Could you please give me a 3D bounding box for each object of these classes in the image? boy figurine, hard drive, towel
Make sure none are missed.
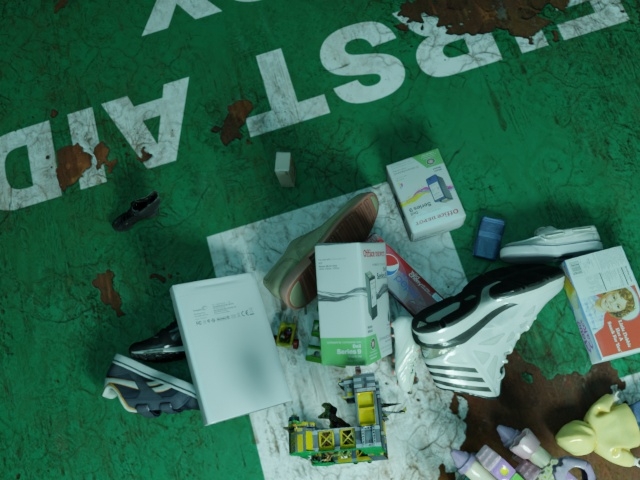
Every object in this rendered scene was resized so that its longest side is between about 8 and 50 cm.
[{"bbox_3d":[0.704,0.457,1.590,0.285,0.092,0.177,-18,72,1],"label":"boy figurine"},{"bbox_3d":[-0.228,0.266,1.698,0.233,0.047,0.353,-8,71,-32],"label":"hard drive"},{"bbox_3d":[0.453,-0.005,1.794,0.067,0.029,0.119,15,74,11],"label":"towel"}]

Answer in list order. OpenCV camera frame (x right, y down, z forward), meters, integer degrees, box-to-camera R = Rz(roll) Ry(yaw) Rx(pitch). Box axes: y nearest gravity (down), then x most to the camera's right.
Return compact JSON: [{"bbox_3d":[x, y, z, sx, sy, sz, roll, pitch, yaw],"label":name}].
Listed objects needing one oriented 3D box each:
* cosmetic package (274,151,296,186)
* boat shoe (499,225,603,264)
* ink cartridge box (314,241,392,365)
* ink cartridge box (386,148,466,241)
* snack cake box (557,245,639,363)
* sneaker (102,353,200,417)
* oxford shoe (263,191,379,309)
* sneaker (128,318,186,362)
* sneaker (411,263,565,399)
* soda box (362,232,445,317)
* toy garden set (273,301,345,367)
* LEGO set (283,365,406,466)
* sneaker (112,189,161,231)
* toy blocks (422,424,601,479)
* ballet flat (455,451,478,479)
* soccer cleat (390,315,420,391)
[{"bbox_3d":[-0.097,-0.197,1.870,0.041,0.115,0.060,2,74,7],"label":"cosmetic package"},{"bbox_3d":[0.598,0.004,1.742,0.267,0.096,0.088,-6,68,3],"label":"boat shoe"},{"bbox_3d":[0.083,0.147,1.630,0.121,0.211,0.289,-4,89,23],"label":"ink cartridge box"},{"bbox_3d":[0.284,-0.121,1.817,0.154,0.093,0.212,-18,73,0],"label":"ink cartridge box"},{"bbox_3d":[0.722,0.162,1.681,0.152,0.089,0.264,-14,72,0],"label":"snack cake box"},{"bbox_3d":[-0.415,0.402,1.718,0.321,0.126,0.127,15,70,22],"label":"sneaker"},{"bbox_3d":[0.000,0.000,1.791,0.146,0.140,0.397,26,62,41],"label":"oxford shoe"},{"bbox_3d":[-0.366,0.247,1.778,0.283,0.107,0.124,-8,68,-6],"label":"sneaker"},{"bbox_3d":[0.441,0.235,1.681,0.447,0.169,0.257,-22,108,-21],"label":"sneaker"},{"bbox_3d":[0.206,0.102,1.755,0.083,0.092,0.263,-43,74,-4],"label":"soda box"},{"bbox_3d":[-0.010,0.197,1.773,0.203,0.049,0.244,9,74,9],"label":"toy garden set"},{"bbox_3d":[0.051,0.411,1.569,0.255,0.331,0.192,-12,63,16],"label":"LEGO set"},{"bbox_3d":[-0.526,-0.083,1.897,0.170,0.089,0.051,-23,72,-1],"label":"sneaker"},{"bbox_3d":[0.403,0.540,1.482,0.260,0.309,0.288,42,81,10],"label":"toy blocks"},{"bbox_3d":[0.352,0.567,1.628,0.041,0.041,0.114,31,78,14],"label":"ballet flat"},{"bbox_3d":[0.222,0.287,1.682,0.076,0.068,0.196,-3,94,26],"label":"soccer cleat"}]
